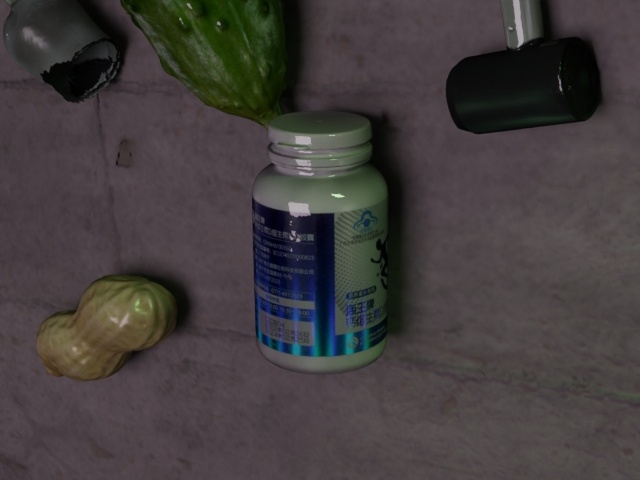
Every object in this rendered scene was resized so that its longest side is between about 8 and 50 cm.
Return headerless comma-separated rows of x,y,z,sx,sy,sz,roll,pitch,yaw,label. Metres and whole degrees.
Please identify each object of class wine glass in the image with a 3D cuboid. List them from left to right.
-0.266,-0.206,1.247,0.195,0.079,0.079,41,126,21,wine glass

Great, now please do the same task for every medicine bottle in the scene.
0.000,0.000,1.093,0.107,0.107,0.191,13,113,34,medicine bottle

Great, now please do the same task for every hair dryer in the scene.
0.133,-0.176,0.976,0.100,0.057,0.197,-3,95,38,hair dryer

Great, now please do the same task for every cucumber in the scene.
-0.088,-0.187,1.086,0.134,0.134,0.244,-10,117,39,cucumber

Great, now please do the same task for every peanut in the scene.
-0.205,0.083,1.301,0.187,0.082,0.082,-34,84,41,peanut
